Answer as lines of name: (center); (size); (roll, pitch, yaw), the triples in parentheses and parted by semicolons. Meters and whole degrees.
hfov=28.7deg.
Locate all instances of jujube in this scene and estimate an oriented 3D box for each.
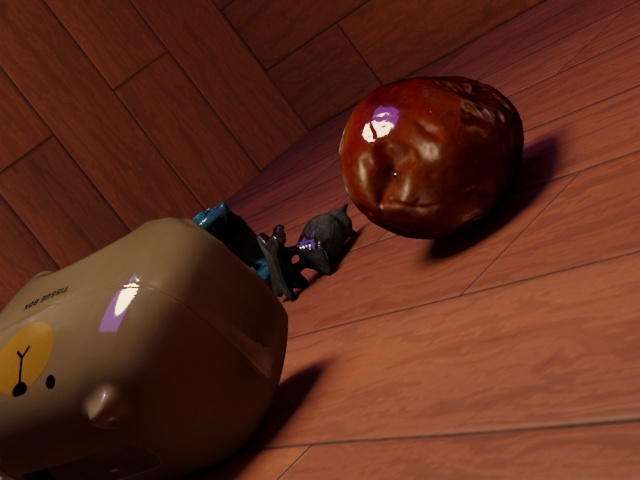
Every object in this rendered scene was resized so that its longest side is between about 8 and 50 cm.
jujube: (0.154, -0.119, 1.652); (0.223, 0.223, 0.318); (-32, 2, 31)

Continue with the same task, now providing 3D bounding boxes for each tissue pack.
tissue pack: (-0.242, 0.165, 1.497); (0.387, 0.267, 0.276); (-20, 39, 39)

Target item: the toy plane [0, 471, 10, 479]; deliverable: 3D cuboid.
toy plane: (-0.475, 0.337, 2.025); (0.255, 0.101, 0.251); (-42, -16, 29)

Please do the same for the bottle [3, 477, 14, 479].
bottle: (-0.505, 0.415, 1.956); (0.164, 0.060, 0.060); (-33, 10, 22)

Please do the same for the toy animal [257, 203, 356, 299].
toy animal: (0.004, -0.002, 2.013); (0.117, 0.121, 0.210); (2, 30, 46)

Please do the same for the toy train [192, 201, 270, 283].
toy train: (-0.231, 0.079, 2.214); (0.300, 0.188, 0.265); (-44, 7, -30)
